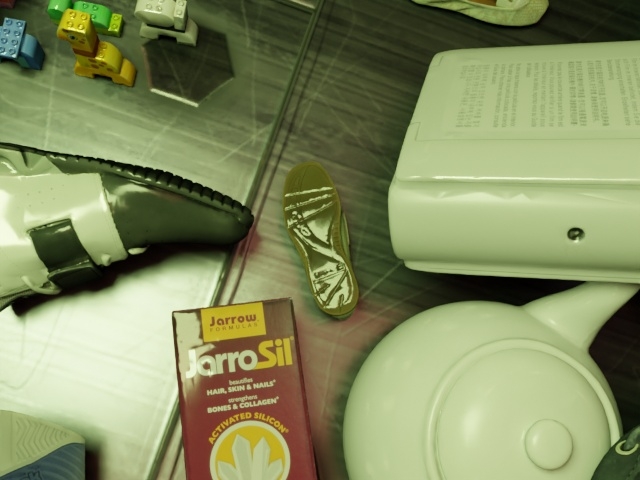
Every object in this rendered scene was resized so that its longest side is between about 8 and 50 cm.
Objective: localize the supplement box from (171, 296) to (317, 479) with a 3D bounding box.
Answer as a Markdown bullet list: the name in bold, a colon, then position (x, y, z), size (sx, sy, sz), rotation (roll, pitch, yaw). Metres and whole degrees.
- **supplement box**: position (-0.064, 0.149, 0.563), size (0.104, 0.081, 0.188), rotation (-6, 78, -9)

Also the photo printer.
- **photo printer**: position (0.228, -0.074, 0.540), size (0.308, 0.107, 0.256), rotation (2, 38, 17)

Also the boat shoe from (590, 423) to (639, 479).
- **boat shoe**: position (0.395, 0.188, 0.536), size (0.500, 0.156, 0.186), rotation (3, 85, -37)

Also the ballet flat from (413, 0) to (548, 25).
- **ballet flat**: position (0.170, -0.265, 0.704), size (0.168, 0.052, 0.057), rotation (5, 77, -7)

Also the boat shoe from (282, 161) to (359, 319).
- **boat shoe**: position (0.002, 0.000, 0.630), size (0.056, 0.048, 0.153), rotation (-19, 74, 1)

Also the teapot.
- **teapot**: position (0.140, 0.165, 0.534), size (0.253, 0.187, 0.256), rotation (-10, 80, -10)

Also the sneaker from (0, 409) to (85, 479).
- **sneaker**: position (-0.350, 0.187, 0.496), size (0.316, 0.182, 0.127), rotation (9, 76, -36)

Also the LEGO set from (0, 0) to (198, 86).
- **LEGO set**: position (-0.234, -0.204, 0.612), size (0.227, 0.093, 0.087), rotation (9, 76, -6)

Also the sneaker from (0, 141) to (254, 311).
- **sneaker**: position (-0.227, -0.006, 0.570), size (0.331, 0.122, 0.146), rotation (8, 94, -7)
